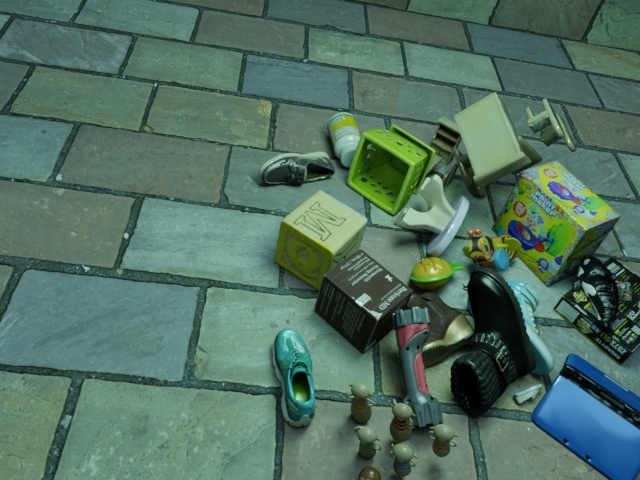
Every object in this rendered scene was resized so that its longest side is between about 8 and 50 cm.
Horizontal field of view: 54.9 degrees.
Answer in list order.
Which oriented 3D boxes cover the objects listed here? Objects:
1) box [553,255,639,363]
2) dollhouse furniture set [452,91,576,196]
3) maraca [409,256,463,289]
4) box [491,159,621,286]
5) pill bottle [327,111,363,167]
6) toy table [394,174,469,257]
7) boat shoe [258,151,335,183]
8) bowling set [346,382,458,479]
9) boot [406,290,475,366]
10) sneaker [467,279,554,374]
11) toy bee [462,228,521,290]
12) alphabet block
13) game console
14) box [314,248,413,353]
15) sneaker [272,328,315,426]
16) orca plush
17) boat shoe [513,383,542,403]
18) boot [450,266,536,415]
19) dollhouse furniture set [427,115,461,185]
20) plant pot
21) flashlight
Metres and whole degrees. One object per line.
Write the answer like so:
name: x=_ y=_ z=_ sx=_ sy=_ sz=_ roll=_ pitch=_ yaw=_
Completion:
box: x=0.949 y=0.215 z=1.980 sx=0.322 sy=0.079 sz=0.257 roll=-28 pitch=56 yaw=-33
dollhouse furniture set: x=0.642 y=-0.286 z=2.092 sx=0.394 sy=0.362 sz=0.257 roll=22 pitch=49 yaw=-49
maraca: x=0.362 y=0.098 z=1.929 sx=0.185 sy=0.099 sz=0.127 roll=-19 pitch=20 yaw=-35
box: x=0.774 y=-0.059 z=2.057 sx=0.177 sy=0.279 sz=0.290 roll=-17 pitch=53 yaw=-28
pill bottle: x=0.099 y=-0.373 z=2.303 sx=0.117 sy=0.118 sz=0.209 roll=-1 pitch=47 yaw=-14
toy table: x=0.369 y=-0.088 z=2.029 sx=0.160 sy=0.252 sz=0.274 roll=35 pitch=36 yaw=-1
boat shoe: x=-0.075 y=-0.244 z=2.152 sx=0.285 sy=0.103 sz=0.092 roll=-13 pitch=46 yaw=-32
bowling set: x=0.165 y=0.485 z=1.457 sx=0.286 sy=0.154 sz=0.200 roll=16 pitch=51 yaw=19
boot: x=0.305 y=0.254 z=1.801 sx=0.248 sy=0.090 sz=0.207 roll=-18 pitch=42 yaw=-26
sneaker: x=0.617 y=0.237 z=1.845 sx=0.208 sy=0.127 sz=0.319 roll=-22 pitch=56 yaw=-29
toy bee: x=0.540 y=0.028 z=1.969 sx=0.195 sy=0.162 sz=0.298 roll=-15 pitch=8 yaw=24
alphabet block: x=0.000 y=0.000 z=1.876 sx=0.193 sy=0.192 sz=0.197 roll=31 pitch=47 yaw=18
game console: x=0.768 y=0.486 z=1.712 sx=0.293 sy=0.173 sz=0.250 roll=36 pitch=18 yaw=20
box: x=0.119 y=0.170 z=1.755 sx=0.203 sy=0.167 sz=0.168 roll=39 pitch=50 yaw=22
sneaker: x=-0.057 y=0.338 z=1.593 sx=0.106 sy=0.110 sz=0.275 roll=-3 pitch=47 yaw=-16
orca plush: x=0.866 y=0.144 z=1.903 sx=0.151 sy=0.102 sz=0.287 roll=21 pitch=46 yaw=8
boat shoe: x=0.583 y=0.429 z=1.720 sx=0.100 sy=0.035 sz=0.035 roll=-13 pitch=79 yaw=-29
boot: x=0.439 y=0.269 z=1.682 sx=0.260 sy=0.131 sz=0.348 roll=-22 pitch=89 yaw=-32
dollhouse furniture set: x=0.425 y=-0.332 z=2.314 sx=0.212 sy=0.161 sz=0.242 roll=33 pitch=48 yaw=17
plant pot: x=0.259 y=-0.265 z=2.173 sx=0.227 sy=0.228 sz=0.207 roll=37 pitch=44 yaw=21
flashlight: x=0.260 y=0.332 z=1.620 sx=0.103 sy=0.103 sz=0.304 roll=11 pitch=63 yaw=-46
